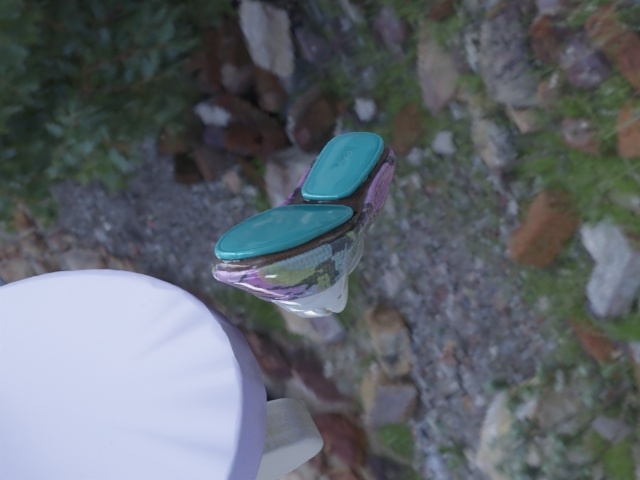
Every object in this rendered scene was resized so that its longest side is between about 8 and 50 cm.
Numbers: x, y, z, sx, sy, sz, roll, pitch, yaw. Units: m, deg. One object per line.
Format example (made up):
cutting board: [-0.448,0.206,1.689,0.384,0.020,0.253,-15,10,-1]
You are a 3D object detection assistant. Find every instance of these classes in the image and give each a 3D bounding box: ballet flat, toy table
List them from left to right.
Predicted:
toy table: [-0.126,0.139,0.573,0.161,0.274,0.252,44,-154,-64]
ballet flat: [0.000,0.000,0.778,0.077,0.221,0.079,1,114,20]

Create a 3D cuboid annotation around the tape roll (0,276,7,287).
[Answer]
tape roll: [-0.237,0.105,0.805,0.219,0.072,0.219,31,140,31]
